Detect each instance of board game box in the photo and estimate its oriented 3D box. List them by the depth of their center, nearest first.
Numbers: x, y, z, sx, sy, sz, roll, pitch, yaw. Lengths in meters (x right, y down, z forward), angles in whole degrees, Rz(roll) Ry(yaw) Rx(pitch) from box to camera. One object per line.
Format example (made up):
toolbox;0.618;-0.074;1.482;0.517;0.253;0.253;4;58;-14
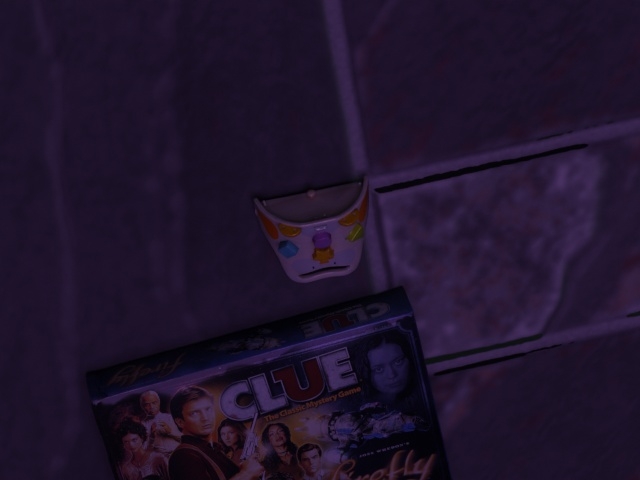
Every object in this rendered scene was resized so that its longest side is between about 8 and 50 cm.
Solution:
board game box;-0.035;0.143;1.433;0.243;0.042;0.165;-16;118;-2

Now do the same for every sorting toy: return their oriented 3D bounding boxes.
sorting toy;0.000;0.000;1.374;0.083;0.045;0.075;-12;137;-4
